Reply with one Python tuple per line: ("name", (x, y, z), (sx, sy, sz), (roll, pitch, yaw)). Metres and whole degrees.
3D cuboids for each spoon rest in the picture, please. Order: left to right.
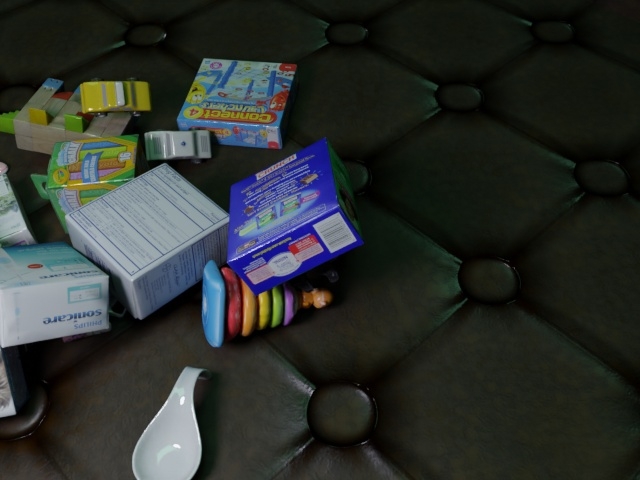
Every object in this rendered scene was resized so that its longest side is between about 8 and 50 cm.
("spoon rest", (-0.291, 0.373, 1.366), (0.137, 0.084, 0.276), (6, 50, 7))

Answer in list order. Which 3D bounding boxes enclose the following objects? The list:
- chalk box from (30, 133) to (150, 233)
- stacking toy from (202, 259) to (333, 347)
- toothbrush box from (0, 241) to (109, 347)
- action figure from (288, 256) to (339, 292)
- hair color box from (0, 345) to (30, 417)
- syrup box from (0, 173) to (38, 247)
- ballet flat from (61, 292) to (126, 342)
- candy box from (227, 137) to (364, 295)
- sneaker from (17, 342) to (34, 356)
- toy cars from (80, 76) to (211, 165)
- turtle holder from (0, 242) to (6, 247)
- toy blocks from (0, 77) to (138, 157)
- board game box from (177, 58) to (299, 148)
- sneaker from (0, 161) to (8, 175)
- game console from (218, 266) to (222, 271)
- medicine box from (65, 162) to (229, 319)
("chalk box", (-0.602, -0.143, 1.752), (0.288, 0.180, 0.179), (-7, 50, -2))
("stacking toy", (-0.114, 0.139, 1.529), (0.301, 0.166, 0.175), (-2, 19, -18))
("toothbrush box", (-0.612, 0.105, 1.445), (0.216, 0.126, 0.295), (-6, 19, -37))
("action figure", (0.000, 0.000, 1.587), (0.164, 0.141, 0.276), (-22, 21, 21))
("hair color box", (-0.807, 0.296, 1.381), (0.347, 0.174, 0.105), (-11, 9, -7))
("syrup box", (-0.817, -0.058, 1.740), (0.093, 0.096, 0.237), (-26, 54, -16))
("ballet flat", (-0.502, 0.163, 1.566), (0.079, 0.077, 0.221), (34, 56, 4))
("candy box", (-0.063, -0.062, 1.485), (0.268, 0.122, 0.317), (-26, 34, 13))
("sneaker", (-0.786, 0.217, 1.504), (0.282, 0.110, 0.122), (-13, 41, -13))
("toy cars", (-0.464, -0.326, 1.829), (0.393, 0.087, 0.177), (38, 77, -19))
("turtle holder", (-0.893, 0.043, 1.574), (0.320, 0.228, 0.243), (-27, 53, -20))
("toy blocks", (-0.688, -0.351, 1.947), (0.381, 0.191, 0.261), (12, 42, -2))
("board game box", (-0.241, -0.419, 2.028), (0.308, 0.086, 0.302), (5, 50, 6))
("sneaker", (-0.961, -0.221, 1.901), (0.134, 0.070, 0.051), (5, 48, 5))
("game console", (-0.281, 0.023, 1.707), (0.122, 0.071, 0.107), (18, 23, 16))
("medicine box", (-0.391, -0.007, 1.572), (0.263, 0.149, 0.289), (38, 54, 27))
